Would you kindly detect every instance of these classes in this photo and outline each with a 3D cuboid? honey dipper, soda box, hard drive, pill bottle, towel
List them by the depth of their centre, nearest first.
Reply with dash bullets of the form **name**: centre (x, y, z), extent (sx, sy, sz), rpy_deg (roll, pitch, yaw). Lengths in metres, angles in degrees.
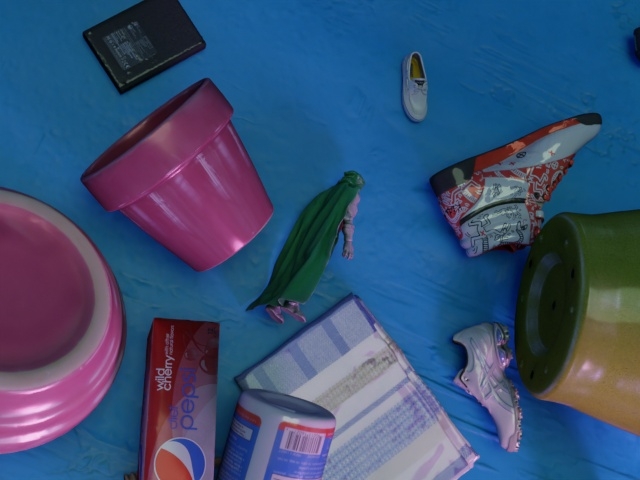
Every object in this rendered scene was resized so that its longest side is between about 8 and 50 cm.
- **soda box**: centre (-0.171, 0.230, 1.119), extent (0.083, 0.092, 0.264), rpy_deg (5, 68, -14)
- **pill bottle**: centre (-0.067, 0.300, 1.129), extent (0.124, 0.124, 0.222), rpy_deg (16, 91, -11)
- **honey dipper**: centre (-0.162, 0.284, 1.170), extent (0.160, 0.030, 0.031), rpy_deg (-11, 82, -20)
- **towel**: centre (0.049, 0.236, 1.228), extent (0.209, 0.034, 0.285), rpy_deg (-35, 88, -15)
- **hard drive**: centre (-0.233, -0.267, 1.257), extent (0.135, 0.022, 0.094), rpy_deg (-33, 89, -17)

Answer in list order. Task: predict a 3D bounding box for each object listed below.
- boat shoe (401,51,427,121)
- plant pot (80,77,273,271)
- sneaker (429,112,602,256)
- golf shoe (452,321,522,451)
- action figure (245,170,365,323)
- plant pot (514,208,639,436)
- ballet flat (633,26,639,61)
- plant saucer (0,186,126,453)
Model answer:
- **boat shoe**: centre (0.136, -0.219, 1.334), extent (0.035, 0.035, 0.100), rpy_deg (1, 79, -14)
- **plant pot**: centre (-0.161, -0.070, 1.160), extent (0.201, 0.201, 0.180), rpy_deg (-43, 107, -17)
- **sneaker**: centre (0.296, -0.072, 1.320), extent (0.270, 0.090, 0.145), rpy_deg (-23, 87, -14)
- **golf shoe**: centre (0.223, 0.200, 1.272), extent (0.085, 0.069, 0.176), rpy_deg (-9, 76, 2)
- **action figure**: centre (0.000, 0.000, 1.229), extent (0.063, 0.137, 0.232), rpy_deg (43, 62, -27)
- **plant pot**: centre (0.449, 0.108, 1.196), extent (0.352, 0.366, 0.367), rpy_deg (9, 77, -6)
- **ballet flat**: centre (0.564, -0.335, 1.448), extent (0.203, 0.074, 0.074), rpy_deg (-23, 86, -15)
- **plant saucer**: centre (-0.367, 0.068, 1.054), extent (0.332, 0.084, 0.332), rpy_deg (19, 51, -25)
